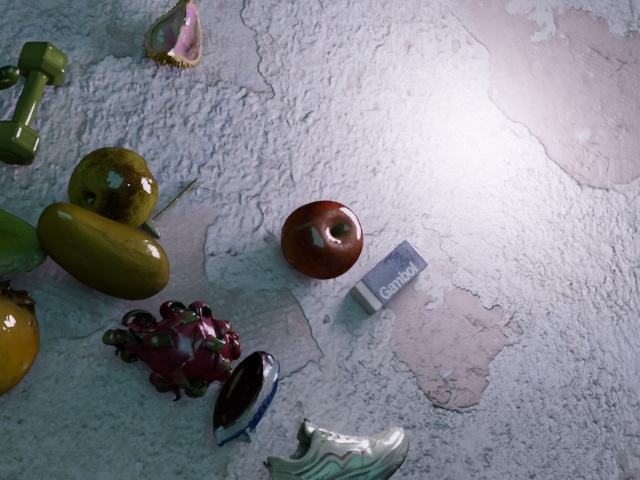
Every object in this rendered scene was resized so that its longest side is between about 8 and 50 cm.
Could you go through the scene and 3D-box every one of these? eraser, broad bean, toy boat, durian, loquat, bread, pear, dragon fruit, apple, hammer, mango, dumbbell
[{"bbox_3d":[0.177,0.093,2.123,0.212,0.046,0.092,-40,87,-29],"label":"eraser"},{"bbox_3d":[-0.786,-0.332,1.880,0.256,0.052,0.052,-20,97,11],"label":"broad bean"},{"bbox_3d":[-0.160,0.361,1.865,0.114,0.115,0.262,5,50,28],"label":"toy boat"},{"bbox_3d":[-0.364,-0.517,2.122,0.165,0.132,0.182,-10,69,-32],"label":"durian"},{"bbox_3d":[-0.687,0.189,1.642,0.275,0.275,0.274,7,67,-18],"label":"loquat"},{"bbox_3d":[-0.722,-0.018,1.739,0.302,0.301,0.045,21,108,-7],"label":"bread"},{"bbox_3d":[-0.463,-0.117,1.891,0.197,0.197,0.197,7,67,-18],"label":"pear"},{"bbox_3d":[-0.313,0.227,1.817,0.273,0.218,0.198,33,17,0],"label":"dragon fruit"},{"bbox_3d":[0.000,0.000,2.037,0.201,0.162,0.201,12,67,-29],"label":"apple"},{"bbox_3d":[-0.351,-0.082,2.011,0.060,0.028,0.195,45,60,-5],"label":"hammer"},{"bbox_3d":[-0.472,0.028,1.800,0.332,0.195,0.142,31,51,-33],"label":"mango"},{"bbox_3d":[-0.677,-0.319,1.928,0.121,0.108,0.301,37,54,-43],"label":"dumbbell"}]

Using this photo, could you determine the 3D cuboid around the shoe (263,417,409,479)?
[{"bbox_3d":[0.035,0.480,1.865,0.342,0.132,0.210,-30,84,-24],"label":"shoe"}]
